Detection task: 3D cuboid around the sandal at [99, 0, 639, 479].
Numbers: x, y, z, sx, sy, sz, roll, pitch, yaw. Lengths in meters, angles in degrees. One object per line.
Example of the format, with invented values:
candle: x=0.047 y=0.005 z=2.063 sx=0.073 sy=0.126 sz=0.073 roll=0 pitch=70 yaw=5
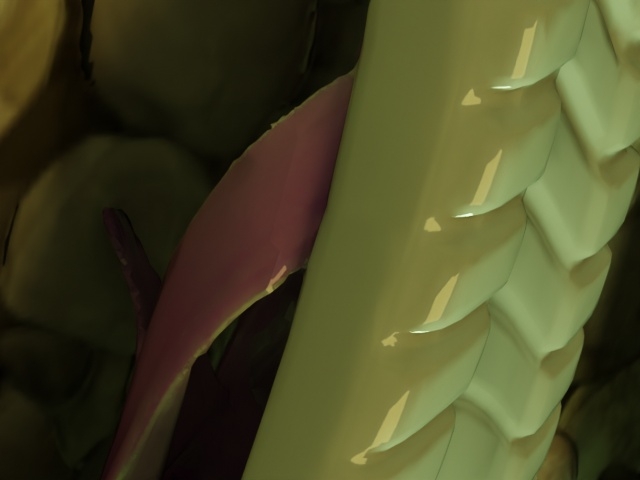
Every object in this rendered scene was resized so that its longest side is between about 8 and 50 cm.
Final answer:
sandal: x=0.006 y=0.001 z=0.448 sx=0.169 sy=0.102 sz=0.416 roll=2 pitch=106 yaw=-68
